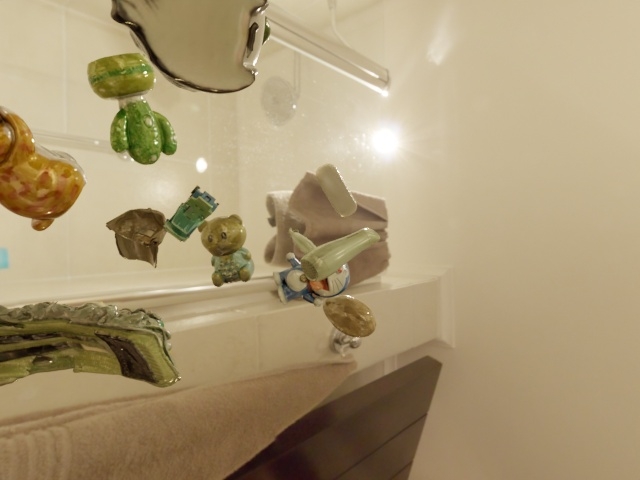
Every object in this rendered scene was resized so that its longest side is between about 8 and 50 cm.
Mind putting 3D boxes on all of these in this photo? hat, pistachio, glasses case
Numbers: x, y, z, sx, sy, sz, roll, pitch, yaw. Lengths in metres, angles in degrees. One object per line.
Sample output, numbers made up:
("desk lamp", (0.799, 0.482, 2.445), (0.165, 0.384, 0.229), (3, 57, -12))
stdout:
("hat", (-0.467, -0.009, 1.049), (0.147, 0.084, 0.175), (20, -43, -2))
("pistachio", (0.106, 0.275, 1.466), (0.226, 0.136, 0.135), (22, -75, 35))
("glasses case", (0.065, -0.199, 1.598), (0.092, 0.059, 0.233), (-30, -69, 11))

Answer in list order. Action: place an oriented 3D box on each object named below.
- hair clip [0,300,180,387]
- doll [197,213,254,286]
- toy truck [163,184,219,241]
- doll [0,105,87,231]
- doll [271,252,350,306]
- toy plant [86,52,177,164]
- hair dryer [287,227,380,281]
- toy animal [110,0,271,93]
("hair clip", (-0.328, 0.120, 0.506), (0.322, 0.091, 0.138), (-2, -55, 6))
("doll", (-0.361, 0.029, 1.555), (0.177, 0.161, 0.260), (-11, -67, 8))
("toy truck", (-0.277, -0.051, 0.852), (0.175, 0.067, 0.081), (-22, -147, 54))
("doll", (-0.577, -0.147, 0.741), (0.167, 0.269, 0.162), (24, -111, 46))
("doll", (-0.030, 0.121, 1.351), (0.257, 0.161, 0.215), (-19, -107, -2))
("toy plant", (-0.568, -0.389, 1.226), (0.185, 0.224, 0.315), (-2, -65, 31))
("hair dryer", (0.000, 0.000, 1.020), (0.237, 0.207, 0.075), (27, -43, 46))
("toy animal", (-0.182, -0.343, 0.613), (0.212, 0.213, 0.266), (-58, -151, 25))
